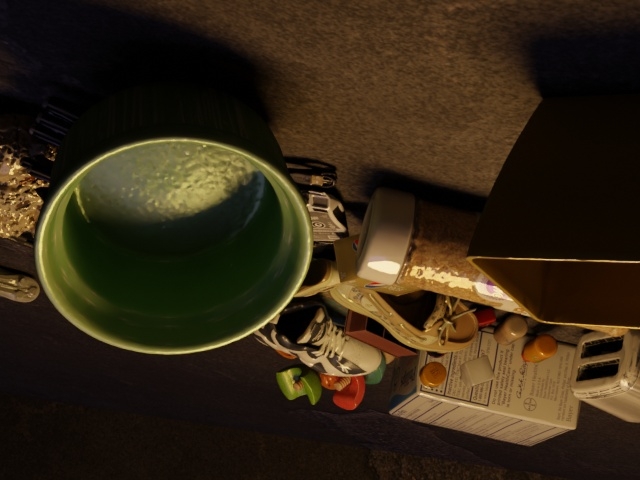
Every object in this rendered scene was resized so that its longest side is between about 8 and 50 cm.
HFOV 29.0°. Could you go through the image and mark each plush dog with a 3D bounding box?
[{"bbox_3d":[-0.407,-0.087,1.625,0.262,0.210,0.225,-11,158,-26],"label":"plush dog"}]

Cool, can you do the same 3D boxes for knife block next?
[{"bbox_3d":[-0.223,-0.095,1.541,0.275,0.242,0.088,-22,-159,-15],"label":"knife block"}]

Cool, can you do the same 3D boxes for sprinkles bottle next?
[{"bbox_3d":[0.227,0.027,1.579,0.355,0.121,0.121,13,163,-5],"label":"sprinkles bottle"}]

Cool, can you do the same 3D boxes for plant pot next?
[{"bbox_3d":[0.294,-0.032,1.227,0.212,0.187,0.212,2,161,32],"label":"plant pot"}]

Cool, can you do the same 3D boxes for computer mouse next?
[{"bbox_3d":[-0.011,-0.053,1.625,0.106,0.042,0.193,2,155,17],"label":"computer mouse"}]

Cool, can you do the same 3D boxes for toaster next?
[{"bbox_3d":[0.501,0.211,1.967,0.146,0.129,0.227,21,163,-19],"label":"toaster"}]

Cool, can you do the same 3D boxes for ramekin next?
[{"bbox_3d":[-0.167,-0.031,1.398,0.303,0.148,0.303,-5,128,-6],"label":"ramekin"}]

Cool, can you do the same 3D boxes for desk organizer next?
[{"bbox_3d":[0.104,0.152,2.055,0.130,0.047,0.050,27,155,-36],"label":"desk organizer"}]

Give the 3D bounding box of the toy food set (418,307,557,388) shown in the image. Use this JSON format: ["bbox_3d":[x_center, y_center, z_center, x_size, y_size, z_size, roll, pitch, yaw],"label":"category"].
[{"bbox_3d":[0.258,0.180,2.036,0.232,0.111,0.104,-17,168,-12],"label":"toy food set"}]

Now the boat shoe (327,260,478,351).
[{"bbox_3d":[0.140,0.099,1.896,0.285,0.104,0.089,22,163,-28],"label":"boat shoe"}]

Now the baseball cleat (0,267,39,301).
[{"bbox_3d":[-0.659,0.078,2.438,0.206,0.072,0.109,26,165,-29],"label":"baseball cleat"}]

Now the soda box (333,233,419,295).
[{"bbox_3d":[0.088,0.034,1.713,0.058,0.061,0.181,-16,165,27],"label":"soda box"}]

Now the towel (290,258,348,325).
[{"bbox_3d":[0.000,0.075,2.027,0.370,0.040,0.271,23,159,-32],"label":"towel"}]

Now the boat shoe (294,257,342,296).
[{"bbox_3d":[-0.011,0.057,1.837,0.048,0.056,0.153,14,162,-27],"label":"boat shoe"}]

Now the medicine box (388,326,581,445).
[{"bbox_3d":[0.291,0.255,2.215,0.289,0.149,0.263,14,163,-4],"label":"medicine box"}]

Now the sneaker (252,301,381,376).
[{"bbox_3d":[0.005,0.165,2.082,0.235,0.094,0.153,27,169,-8],"label":"sneaker"}]

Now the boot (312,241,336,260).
[{"bbox_3d":[0.000,0.001,1.778,0.121,0.045,0.099,6,161,43],"label":"boot"}]

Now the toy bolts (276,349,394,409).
[{"bbox_3d":[0.029,0.201,2.339,0.228,0.158,0.218,8,125,48],"label":"toy bolts"}]

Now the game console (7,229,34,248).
[{"bbox_3d":[-0.384,0.024,2.123,0.361,0.044,0.213,24,159,-39],"label":"game console"}]
